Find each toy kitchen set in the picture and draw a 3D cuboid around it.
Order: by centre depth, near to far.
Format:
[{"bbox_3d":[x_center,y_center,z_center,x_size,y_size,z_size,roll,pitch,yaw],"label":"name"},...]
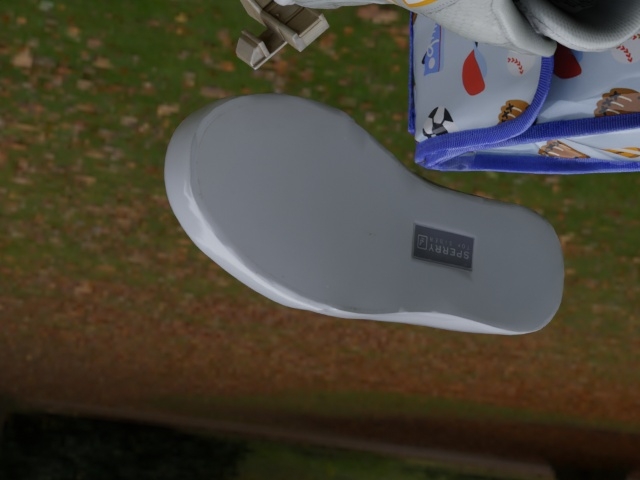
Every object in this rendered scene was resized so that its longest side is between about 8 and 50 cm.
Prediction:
[{"bbox_3d":[-0.053,-0.193,1.074,0.083,0.068,0.075,41,170,42],"label":"toy kitchen set"}]

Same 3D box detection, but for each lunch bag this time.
[{"bbox_3d":[0.262,-0.229,1.158,0.385,0.328,0.239,-2,170,23],"label":"lunch bag"}]

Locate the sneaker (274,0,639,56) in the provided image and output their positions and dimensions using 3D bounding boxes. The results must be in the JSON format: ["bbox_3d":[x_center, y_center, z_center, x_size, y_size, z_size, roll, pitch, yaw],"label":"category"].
[{"bbox_3d":[0.045,-0.098,0.418,0.121,0.099,0.262,35,-176,-2],"label":"sneaker"}]

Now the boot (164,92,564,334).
[{"bbox_3d":[0.000,0.000,0.654,0.123,0.095,0.258,-3,162,46],"label":"boot"}]
